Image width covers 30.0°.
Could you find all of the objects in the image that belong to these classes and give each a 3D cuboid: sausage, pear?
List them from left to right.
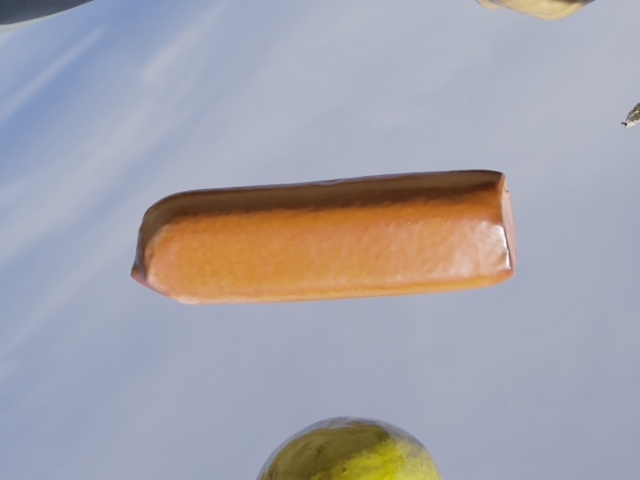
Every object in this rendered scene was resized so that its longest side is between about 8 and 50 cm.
[{"bbox_3d":[0.000,0.000,0.402,0.131,0.041,0.039,-4,-158,7],"label":"sausage"},{"bbox_3d":[0.023,0.211,0.928,0.149,0.149,0.162,-11,178,38],"label":"pear"}]

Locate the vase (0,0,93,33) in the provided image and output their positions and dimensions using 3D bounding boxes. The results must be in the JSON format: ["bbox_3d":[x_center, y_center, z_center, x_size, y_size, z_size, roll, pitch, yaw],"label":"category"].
[{"bbox_3d":[-0.070,-0.156,0.534,0.214,0.086,0.086,-12,-145,6],"label":"vase"}]

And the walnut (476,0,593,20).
[{"bbox_3d":[0.126,-0.213,0.691,0.166,0.149,0.166,-14,-107,56],"label":"walnut"}]

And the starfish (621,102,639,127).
[{"bbox_3d":[0.397,-0.139,1.085,0.301,0.084,0.293,-29,-153,-10],"label":"starfish"}]
